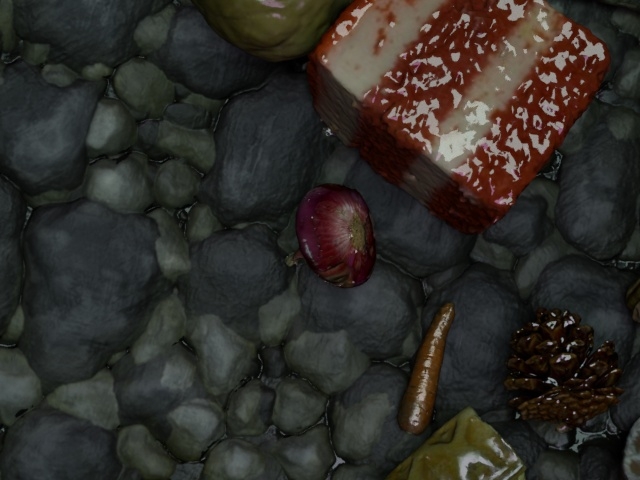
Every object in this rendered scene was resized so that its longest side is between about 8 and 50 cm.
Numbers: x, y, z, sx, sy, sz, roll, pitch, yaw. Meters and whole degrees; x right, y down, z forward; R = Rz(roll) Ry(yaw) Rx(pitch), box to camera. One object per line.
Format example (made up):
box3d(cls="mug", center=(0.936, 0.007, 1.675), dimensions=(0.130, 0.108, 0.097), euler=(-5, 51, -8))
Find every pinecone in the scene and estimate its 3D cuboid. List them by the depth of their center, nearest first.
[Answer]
box3d(cls="pinecone", center=(0.321, 0.172, 1.234), dimensions=(0.173, 0.173, 0.173), euler=(0, 83, -1))

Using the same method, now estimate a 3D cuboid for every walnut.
box3d(cls="walnut", center=(-0.051, -0.397, 1.231), dimensions=(0.282, 0.253, 0.277), euler=(-37, 54, -11))

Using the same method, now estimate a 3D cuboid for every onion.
box3d(cls="onion", center=(0.000, 0.000, 1.274), dimensions=(0.140, 0.150, 0.150), euler=(-15, 81, 35))

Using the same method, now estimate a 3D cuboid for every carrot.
box3d(cls="carrot", center=(0.151, 0.177, 1.282), dimensions=(0.047, 0.047, 0.191), euler=(18, 79, 2))

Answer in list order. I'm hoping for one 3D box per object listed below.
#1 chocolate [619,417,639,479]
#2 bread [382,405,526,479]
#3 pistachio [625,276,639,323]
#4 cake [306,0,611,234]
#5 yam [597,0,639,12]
box3d(cls="chocolate", center=(0.521, 0.333, 1.206), dimensions=(0.254, 0.080, 0.157), euler=(12, 40, 21))
box3d(cls="bread", center=(0.145, 0.358, 1.215), dimensions=(0.267, 0.130, 0.152), euler=(-41, 89, -4))
box3d(cls="pistachio", center=(0.500, 0.080, 1.272), dimensions=(0.149, 0.113, 0.113), euler=(-7, 83, 14))
box3d(cls="cake", center=(0.169, -0.204, 1.215), dimensions=(0.319, 0.269, 0.270), euler=(38, 84, 3))
box3d(cls="yam", center=(0.445, -0.368, 1.345), dimensions=(0.274, 0.061, 0.061), euler=(15, 83, 3))
